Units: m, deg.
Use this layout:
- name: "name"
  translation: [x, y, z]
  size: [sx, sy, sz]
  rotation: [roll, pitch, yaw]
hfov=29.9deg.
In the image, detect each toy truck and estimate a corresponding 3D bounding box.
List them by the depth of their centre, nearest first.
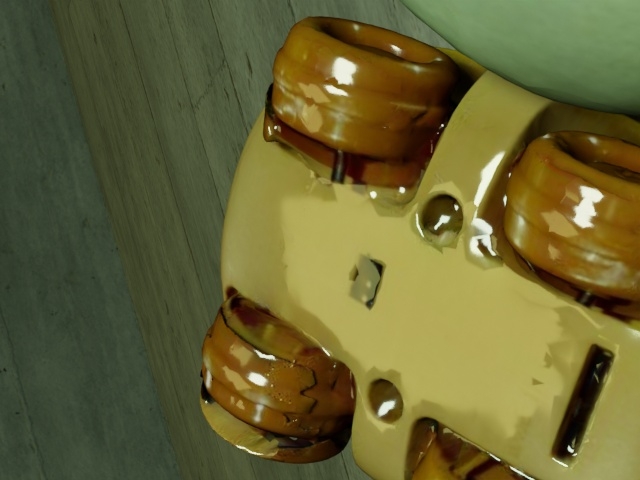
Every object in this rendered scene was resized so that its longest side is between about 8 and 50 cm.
- name: "toy truck"
  translation: [0.094, 0.025, 0.554]
  size: [0.288, 0.211, 0.204]
  rotation: [29, 115, 33]

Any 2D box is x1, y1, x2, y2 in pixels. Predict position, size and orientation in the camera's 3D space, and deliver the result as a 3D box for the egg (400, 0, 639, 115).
- name: "egg"
  translation: [0.093, -0.213, 0.429]
  size: [0.352, 0.258, 0.258]
  rotation: [68, 163, -7]
